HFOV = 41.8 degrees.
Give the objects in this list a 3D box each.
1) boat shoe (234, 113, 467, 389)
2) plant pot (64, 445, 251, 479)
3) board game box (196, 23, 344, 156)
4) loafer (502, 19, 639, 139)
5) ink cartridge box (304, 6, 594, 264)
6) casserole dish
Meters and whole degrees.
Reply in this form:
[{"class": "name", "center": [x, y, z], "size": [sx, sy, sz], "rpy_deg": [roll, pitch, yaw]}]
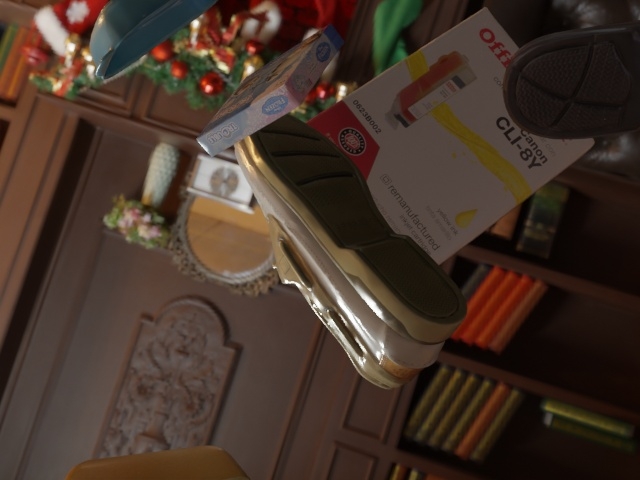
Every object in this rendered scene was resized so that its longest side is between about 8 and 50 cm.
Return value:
[{"class": "boat shoe", "center": [0.000, 0.000, 0.754], "size": [0.113, 0.103, 0.302], "rpy_deg": [-4, -135, -39]}, {"class": "plant pot", "center": [-0.076, 0.135, 0.382], "size": [0.081, 0.081, 0.083], "rpy_deg": [-4, -172, -14]}, {"class": "board game box", "center": [-0.035, -0.106, 0.590], "size": [0.090, 0.090, 0.020], "rpy_deg": [-24, 117, 38]}, {"class": "loafer", "center": [0.293, -0.133, 0.634], "size": [0.303, 0.109, 0.095], "rpy_deg": [1, -155, 13]}, {"class": "ink cartridge box", "center": [0.173, -0.132, 1.278], "size": [0.279, 0.385, 0.160], "rpy_deg": [53, 162, 5]}, {"class": "casserole dish", "center": [-0.144, -0.218, 0.771], "size": [0.037, 0.188, 0.114], "rpy_deg": [48, 153, -6]}]
